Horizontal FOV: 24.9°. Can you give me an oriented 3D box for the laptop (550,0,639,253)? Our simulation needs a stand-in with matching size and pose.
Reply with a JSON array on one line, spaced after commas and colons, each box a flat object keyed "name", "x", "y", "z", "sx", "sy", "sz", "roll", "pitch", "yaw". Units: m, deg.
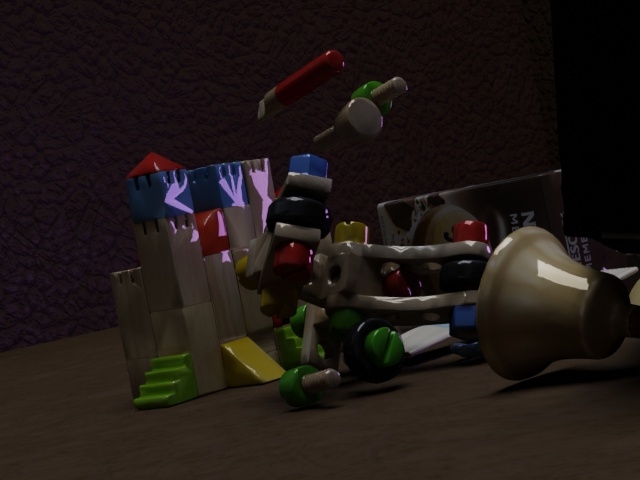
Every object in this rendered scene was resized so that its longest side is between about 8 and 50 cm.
[{"name": "laptop", "x": 0.384, "y": -0.098, "z": 1.053, "sx": 0.382, "sy": 0.407, "sz": 0.236, "roll": 3, "pitch": 31, "yaw": 20}]

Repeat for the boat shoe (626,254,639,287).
[{"name": "boat shoe", "x": 0.375, "y": 0.036, "z": 1.825, "sx": 0.178, "sy": 0.064, "sz": 0.060, "roll": -3, "pitch": -1, "yaw": 26}]

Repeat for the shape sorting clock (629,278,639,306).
[{"name": "shape sorting clock", "x": 0.393, "y": 0.025, "z": 1.394, "sx": 0.206, "sy": 0.040, "sz": 0.206, "roll": -33, "pitch": 10, "yaw": 7}]

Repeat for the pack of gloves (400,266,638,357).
[{"name": "pack of gloves", "x": 0.188, "y": 0.093, "z": 1.485, "sx": 0.232, "sy": 0.046, "sz": 0.195, "roll": -23, "pitch": 9, "yaw": -38}]

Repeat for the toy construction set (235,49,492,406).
[{"name": "toy construction set", "x": 0.000, "y": 0.000, "z": 1.402, "sx": 0.257, "sy": 0.308, "sz": 0.237, "roll": -9, "pitch": -10, "yaw": -36}]

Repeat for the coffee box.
[{"name": "coffee box", "x": 0.214, "y": 0.012, "z": 1.730, "sx": 0.119, "sy": 0.168, "sz": 0.297, "roll": -11, "pitch": 0, "yaw": -37}]

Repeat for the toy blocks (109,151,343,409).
[{"name": "toy blocks", "x": -0.105, "y": 0.025, "z": 1.640, "sx": 0.191, "sy": 0.260, "sz": 0.381, "roll": -10, "pitch": 1, "yaw": 36}]

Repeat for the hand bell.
[{"name": "hand bell", "x": 0.250, "y": 0.064, "z": 1.085, "sx": 0.242, "sy": 0.126, "sz": 0.126, "roll": 8, "pitch": 14, "yaw": 43}]

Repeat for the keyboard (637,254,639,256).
[{"name": "keyboard", "x": 0.394, "y": -0.004, "z": 1.242, "sx": 0.072, "sy": 0.014, "sz": 0.256, "roll": 28, "pitch": -31, "yaw": -32}]
